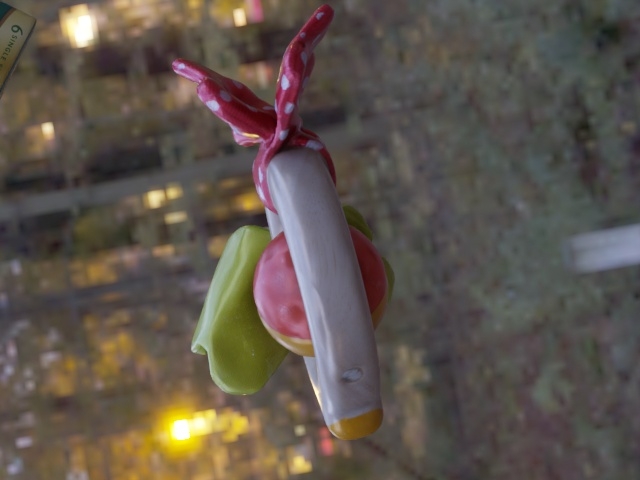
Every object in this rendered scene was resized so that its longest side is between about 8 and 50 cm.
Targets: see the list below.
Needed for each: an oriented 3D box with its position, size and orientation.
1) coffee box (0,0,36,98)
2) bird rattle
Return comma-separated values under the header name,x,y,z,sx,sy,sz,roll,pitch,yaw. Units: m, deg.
name,x,y,z,sx,sy,sz,roll,pitch,yaw
coffee box,-0.296,-0.142,1.334,0.113,0.184,0.040,-67,9,-29
bird rattle,0.000,0.000,1.187,0.207,0.143,0.253,-113,19,-44
